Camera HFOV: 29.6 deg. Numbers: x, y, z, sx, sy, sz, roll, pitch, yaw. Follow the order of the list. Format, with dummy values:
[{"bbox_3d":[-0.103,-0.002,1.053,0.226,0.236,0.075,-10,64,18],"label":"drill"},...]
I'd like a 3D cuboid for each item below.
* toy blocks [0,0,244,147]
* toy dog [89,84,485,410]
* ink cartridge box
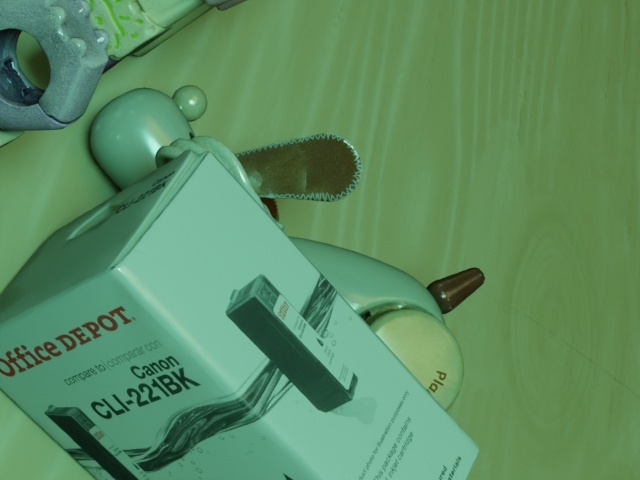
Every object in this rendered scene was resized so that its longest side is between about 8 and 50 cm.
[{"bbox_3d":[-0.134,-0.261,0.760,0.289,0.260,0.309,57,24,-10],"label":"toy blocks"},{"bbox_3d":[0.000,0.000,0.896,0.161,0.220,0.334,-45,116,-21],"label":"toy dog"},{"bbox_3d":[-0.065,0.100,0.778,0.273,0.197,0.114,49,48,-16],"label":"ink cartridge box"}]
